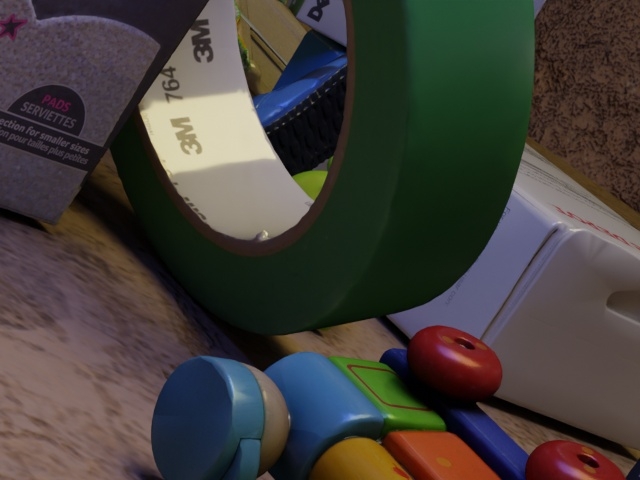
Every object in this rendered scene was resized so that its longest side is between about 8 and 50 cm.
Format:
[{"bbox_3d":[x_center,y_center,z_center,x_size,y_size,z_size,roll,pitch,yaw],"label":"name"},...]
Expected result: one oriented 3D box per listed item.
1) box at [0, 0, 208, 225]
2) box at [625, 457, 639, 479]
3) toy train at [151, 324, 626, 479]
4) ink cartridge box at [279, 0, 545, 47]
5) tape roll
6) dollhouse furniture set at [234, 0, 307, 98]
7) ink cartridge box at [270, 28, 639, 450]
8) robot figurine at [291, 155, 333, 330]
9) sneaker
[{"bbox_3d":[-0.205,-0.130,0.930,0.247,0.163,0.142,21,19,-46],"label":"box"},{"bbox_3d":[0.262,0.142,1.083,0.156,0.158,0.093,23,15,-46],"label":"box"},{"bbox_3d":[0.046,0.125,0.723,0.143,0.105,0.248,10,23,-39],"label":"toy train"},{"bbox_3d":[0.047,-0.187,1.370,0.209,0.109,0.062,28,10,-13],"label":"ink cartridge box"},{"bbox_3d":[-0.019,-0.114,0.987,0.077,0.321,0.321,-11,36,-32],"label":"tape roll"},{"bbox_3d":[-0.120,-0.159,1.568,0.301,0.151,0.197,46,23,-35],"label":"dollhouse furniture set"},{"bbox_3d":[0.113,-0.002,1.361,0.223,0.129,0.307,23,14,-42],"label":"ink cartridge box"},{"bbox_3d":[0.000,0.000,1.145,0.067,0.101,0.115,22,-17,13],"label":"robot figurine"},{"bbox_3d":[-0.017,-0.079,1.242,0.082,0.209,0.069,19,-47,47],"label":"sneaker"}]
